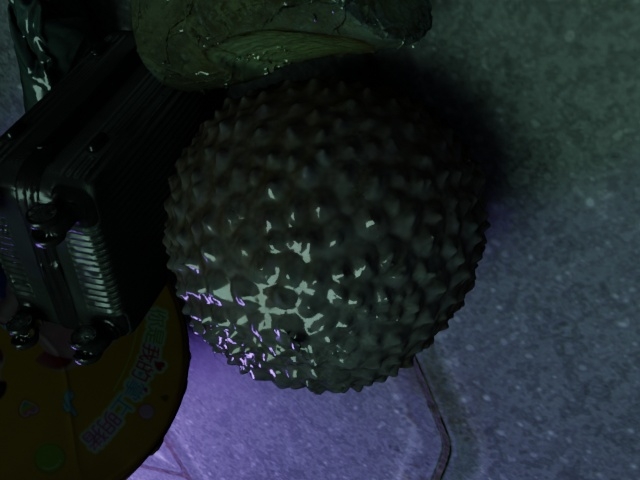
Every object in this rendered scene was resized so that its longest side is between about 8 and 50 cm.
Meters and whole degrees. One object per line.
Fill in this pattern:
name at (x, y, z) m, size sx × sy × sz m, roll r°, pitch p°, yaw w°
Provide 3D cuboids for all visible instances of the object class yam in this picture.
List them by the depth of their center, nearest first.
yam at (-0.043, -0.207, 0.725) m, size 0.254 × 0.154 × 0.154 m, roll 0°, pitch 127°, yaw 44°

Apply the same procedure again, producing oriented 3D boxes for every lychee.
lychee at (0.001, 0.001, 0.787) m, size 0.300 × 0.300 × 0.300 m, roll 21°, pitch 137°, yaw 21°

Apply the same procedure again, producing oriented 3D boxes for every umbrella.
umbrella at (-0.274, -0.173, 0.940) m, size 0.143 × 0.094 × 0.348 m, roll 46°, pitch 146°, yaw 45°

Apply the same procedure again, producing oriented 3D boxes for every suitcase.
suitcase at (-0.195, -0.054, 0.855) m, size 0.128 × 0.312 × 0.202 m, roll 10°, pitch 132°, yaw 16°

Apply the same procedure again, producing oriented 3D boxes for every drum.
drum at (-0.394, 0.162, 1.122) m, size 0.431 × 0.431 × 0.214 m, roll 41°, pitch 141°, yaw -1°
